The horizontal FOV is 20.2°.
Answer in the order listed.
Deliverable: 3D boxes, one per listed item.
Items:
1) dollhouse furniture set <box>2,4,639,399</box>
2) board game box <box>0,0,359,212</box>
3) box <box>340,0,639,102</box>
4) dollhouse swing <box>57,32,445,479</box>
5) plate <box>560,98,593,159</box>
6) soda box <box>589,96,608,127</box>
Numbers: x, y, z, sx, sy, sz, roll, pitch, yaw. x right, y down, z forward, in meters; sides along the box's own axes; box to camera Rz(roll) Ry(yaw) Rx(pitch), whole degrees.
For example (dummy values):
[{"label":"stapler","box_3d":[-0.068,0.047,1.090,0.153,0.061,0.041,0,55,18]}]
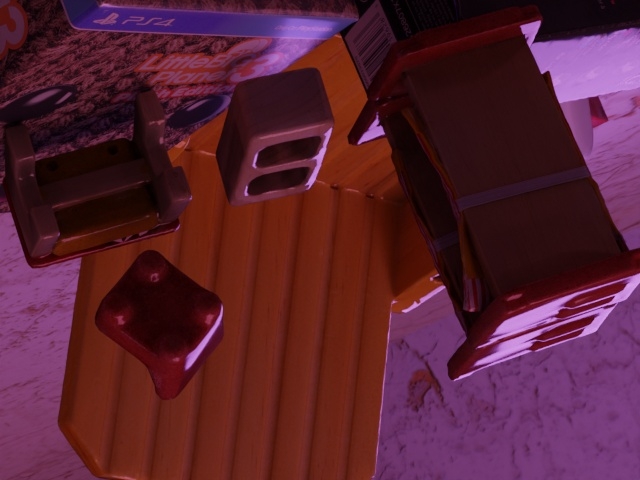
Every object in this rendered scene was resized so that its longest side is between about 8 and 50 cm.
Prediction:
[{"label":"dollhouse furniture set","box_3d":[0.000,0.000,1.172,0.374,0.201,0.152,-15,163,-15]},{"label":"board game box","box_3d":[-0.168,-0.139,1.160,0.291,0.141,0.232,-31,164,37]},{"label":"box","box_3d":[0.157,-0.199,1.374,0.270,0.165,0.143,-12,162,-32]},{"label":"dollhouse swing","box_3d":[-0.019,0.026,1.470,0.347,0.305,0.315,14,150,-28]},{"label":"plate","box_3d":[0.107,-0.114,1.616,0.278,0.045,0.277,-11,147,4]},{"label":"soda box","box_3d":[0.194,-0.153,1.781,0.083,0.092,0.263,-26,166,25]}]
